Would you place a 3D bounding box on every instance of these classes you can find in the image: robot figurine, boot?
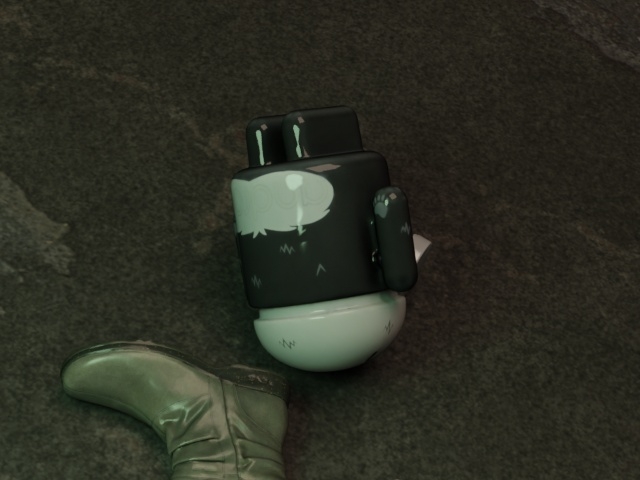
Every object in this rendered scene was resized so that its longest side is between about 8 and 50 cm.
[{"bbox_3d":[0.000,0.000,1.950,0.173,0.209,0.278,-9,91,-5],"label":"robot figurine"},{"bbox_3d":[-0.142,0.193,1.828,0.246,0.083,0.161,10,49,-10],"label":"boot"}]

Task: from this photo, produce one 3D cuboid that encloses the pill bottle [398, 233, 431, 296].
[{"bbox_3d":[0.029,-0.010,2.082,0.184,0.103,0.103,29,43,9],"label":"pill bottle"}]
